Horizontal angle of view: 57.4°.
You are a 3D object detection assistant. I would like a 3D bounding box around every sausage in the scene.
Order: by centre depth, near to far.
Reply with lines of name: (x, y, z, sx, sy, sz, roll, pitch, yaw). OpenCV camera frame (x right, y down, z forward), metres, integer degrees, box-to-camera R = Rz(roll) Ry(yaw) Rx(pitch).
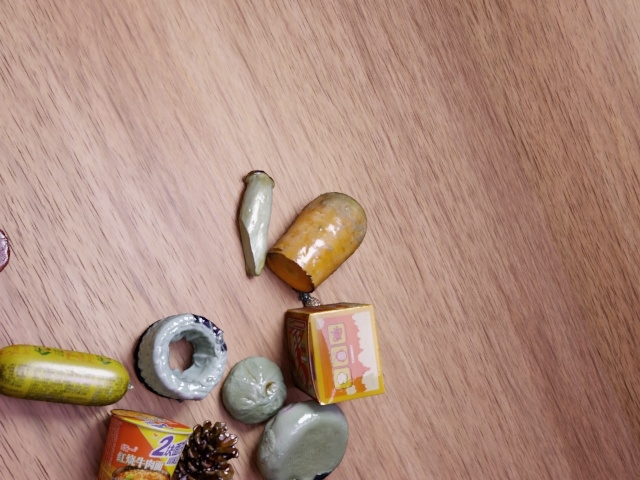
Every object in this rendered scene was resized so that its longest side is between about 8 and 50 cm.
sausage: (-0.605, 0.320, 1.377, 0.347, 0.123, 0.123, 19, 69, -35)

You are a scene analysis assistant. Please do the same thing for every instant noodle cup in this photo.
instant noodle cup: (-0.438, 0.524, 1.429, 0.213, 0.213, 0.174, 24, 75, -33)

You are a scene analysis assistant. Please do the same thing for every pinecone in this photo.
pinecone: (-0.294, 0.568, 1.543, 0.149, 0.195, 0.179, 24, 28, 13)

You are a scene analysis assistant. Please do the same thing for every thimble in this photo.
thimble: (-0.368, 0.314, 1.555, 0.237, 0.150, 0.238, 9, 76, -38)

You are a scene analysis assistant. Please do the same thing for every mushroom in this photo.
mushroom: (-0.203, -0.059, 1.817, 0.107, 0.087, 0.334, 18, 71, -36)

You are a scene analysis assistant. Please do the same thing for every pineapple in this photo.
pineapple: (-0.047, 0.188, 1.916, 0.124, 0.058, 0.058, 47, 54, -4)

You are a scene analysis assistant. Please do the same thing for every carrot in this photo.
carrot: (0.000, 0.000, 1.880, 0.224, 0.224, 0.341, 51, 58, -18)

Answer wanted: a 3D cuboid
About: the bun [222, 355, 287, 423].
bun: (-0.186, 0.434, 1.698, 0.195, 0.118, 0.196, 7, 79, -36)

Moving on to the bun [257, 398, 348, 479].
bun: (-0.067, 0.576, 1.720, 0.293, 0.187, 0.293, -17, 120, -32)

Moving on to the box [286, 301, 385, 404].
box: (0.032, 0.326, 1.752, 0.213, 0.283, 0.260, -8, 88, -18)

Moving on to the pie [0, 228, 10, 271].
pie: (-0.795, 0.024, 1.345, 0.153, 0.038, 0.154, 8, 76, -36)
